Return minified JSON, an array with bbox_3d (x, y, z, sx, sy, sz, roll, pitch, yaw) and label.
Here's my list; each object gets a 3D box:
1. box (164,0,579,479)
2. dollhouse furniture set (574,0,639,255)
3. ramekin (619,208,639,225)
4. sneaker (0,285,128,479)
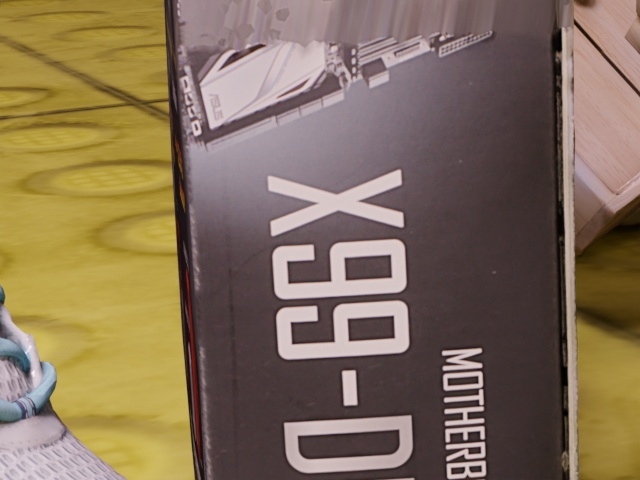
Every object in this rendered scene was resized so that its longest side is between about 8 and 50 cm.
[{"bbox_3d":[0.000,0.000,0.489,0.076,0.242,0.307,-4,13,-4],"label":"box"},{"bbox_3d":[0.116,-0.144,0.645,0.303,0.174,0.355,-37,-11,-24],"label":"dollhouse furniture set"},{"bbox_3d":[0.142,-0.140,0.984,0.135,0.277,0.277,17,23,33],"label":"ramekin"},{"bbox_3d":[-0.145,0.009,0.531,0.283,0.122,0.110,34,7,8],"label":"sneaker"}]
